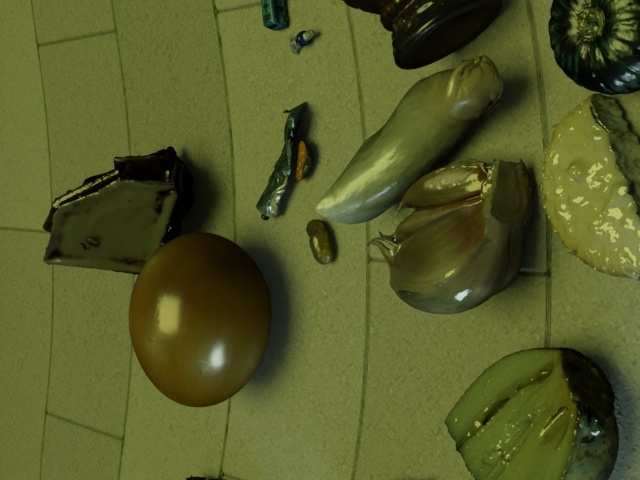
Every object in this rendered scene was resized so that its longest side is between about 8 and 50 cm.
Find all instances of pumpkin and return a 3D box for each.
[{"bbox_3d":[0.406,-0.300,1.467,0.202,0.140,0.202,3,94,51],"label":"pumpkin"},{"bbox_3d":[-0.029,-0.153,2.041,0.050,0.028,0.083,-119,38,-48],"label":"pumpkin"}]

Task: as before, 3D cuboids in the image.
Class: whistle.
[{"bbox_3d":[-0.035,-0.383,2.030,0.083,0.029,0.033,-20,87,57],"label":"whistle"}]

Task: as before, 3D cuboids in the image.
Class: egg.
[{"bbox_3d":[-0.240,0.159,2.108,0.282,0.282,0.352,21,111,45],"label":"egg"}]

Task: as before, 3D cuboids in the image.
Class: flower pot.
[{"bbox_3d":[0.140,-0.431,1.679,0.266,0.266,0.267,-41,73,41],"label":"flower pot"}]

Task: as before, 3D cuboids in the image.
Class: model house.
[{"bbox_3d":[-0.430,-0.102,2.338,0.283,0.297,0.317,-75,6,-57],"label":"model house"}]

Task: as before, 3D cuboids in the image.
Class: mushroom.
[{"bbox_3d":[0.159,-0.172,1.731,0.126,0.177,0.397,46,129,0],"label":"mushroom"}]

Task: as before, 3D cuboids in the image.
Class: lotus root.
[{"bbox_3d":[0.342,0.282,1.584,0.260,0.149,0.267,-60,34,26],"label":"lotus root"}]

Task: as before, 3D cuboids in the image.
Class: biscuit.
[{"bbox_3d":[0.408,-0.053,1.524,0.179,0.084,0.281,-44,62,40],"label":"biscuit"}]

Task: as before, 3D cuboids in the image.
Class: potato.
[{"bbox_3d":[0.000,0.000,2.009,0.046,0.045,0.092,100,156,-72],"label":"potato"}]

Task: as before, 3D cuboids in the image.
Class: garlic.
[{"bbox_3d":[0.206,-0.004,1.667,0.292,0.210,0.238,-37,72,34],"label":"garlic"}]

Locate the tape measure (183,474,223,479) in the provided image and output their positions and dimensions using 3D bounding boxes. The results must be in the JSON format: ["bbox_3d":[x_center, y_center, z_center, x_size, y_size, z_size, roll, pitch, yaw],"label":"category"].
[{"bbox_3d":[-0.209,0.620,2.226,0.231,0.132,0.271,-24,72,47],"label":"tape measure"}]

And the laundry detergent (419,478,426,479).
[{"bbox_3d":[0.131,0.494,1.887,0.137,0.063,0.211,53,129,39],"label":"laundry detergent"}]

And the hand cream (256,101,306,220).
[{"bbox_3d":[-0.080,-0.151,2.072,0.075,0.052,0.248,-92,15,-63],"label":"hand cream"}]

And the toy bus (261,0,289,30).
[{"bbox_3d":[-0.092,-0.456,2.076,0.038,0.046,0.083,-9,85,48],"label":"toy bus"}]
